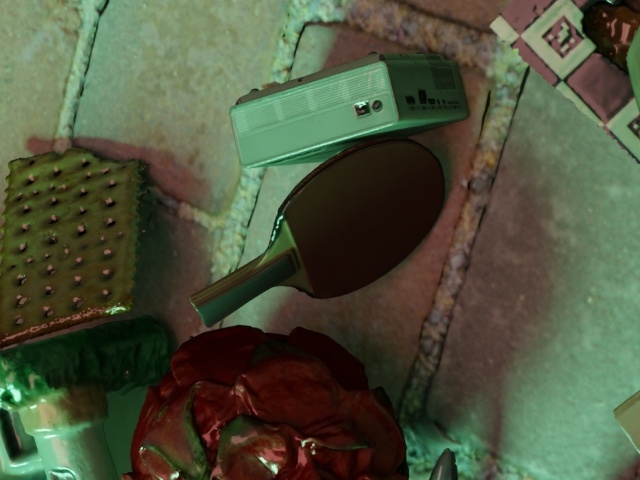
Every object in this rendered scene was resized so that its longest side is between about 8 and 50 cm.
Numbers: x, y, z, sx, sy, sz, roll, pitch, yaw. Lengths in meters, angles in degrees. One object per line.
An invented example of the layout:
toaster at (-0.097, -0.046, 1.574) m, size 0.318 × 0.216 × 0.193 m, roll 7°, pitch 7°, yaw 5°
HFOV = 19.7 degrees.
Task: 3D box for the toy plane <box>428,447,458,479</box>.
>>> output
toy plane at (0.080, 0.289, 1.443) m, size 0.212 × 0.088 × 0.267 m, roll 16°, pitch 95°, yaw 29°

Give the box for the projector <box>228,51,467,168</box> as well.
projector at (0.021, -0.101, 1.413) m, size 0.147 × 0.115 × 0.061 m, roll -14°, pitch 86°, yaw 33°

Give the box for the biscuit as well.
biscuit at (-0.212, -0.006, 1.566) m, size 0.144 × 0.016 × 0.203 m, roll -15°, pitch 49°, yaw 17°

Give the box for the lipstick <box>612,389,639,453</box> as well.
lipstick at (0.279, 0.097, 1.314) m, size 0.145 × 0.045 × 0.045 m, roll -42°, pitch 75°, yaw 30°

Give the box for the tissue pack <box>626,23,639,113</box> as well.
tissue pack at (0.378, -0.186, 1.090) m, size 0.276 × 0.267 × 0.387 m, roll 29°, pitch 108°, yaw 17°

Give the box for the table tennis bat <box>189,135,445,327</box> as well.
table tennis bat at (0.000, 0.000, 1.399) m, size 0.220 × 0.130 × 0.019 m, roll -31°, pitch 44°, yaw -10°

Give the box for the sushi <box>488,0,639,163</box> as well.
sushi at (0.261, -0.168, 1.292) m, size 0.192 × 0.050 × 0.215 m, roll 42°, pitch 106°, yaw 3°

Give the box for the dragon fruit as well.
dragon fruit at (-0.054, 0.170, 1.420) m, size 0.293 × 0.233 × 0.234 m, roll -155°, pitch 68°, yaw -65°

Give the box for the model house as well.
model house at (-0.238, 0.253, 1.575) m, size 0.267 × 0.194 × 0.325 m, roll -17°, pitch 89°, yaw 32°
